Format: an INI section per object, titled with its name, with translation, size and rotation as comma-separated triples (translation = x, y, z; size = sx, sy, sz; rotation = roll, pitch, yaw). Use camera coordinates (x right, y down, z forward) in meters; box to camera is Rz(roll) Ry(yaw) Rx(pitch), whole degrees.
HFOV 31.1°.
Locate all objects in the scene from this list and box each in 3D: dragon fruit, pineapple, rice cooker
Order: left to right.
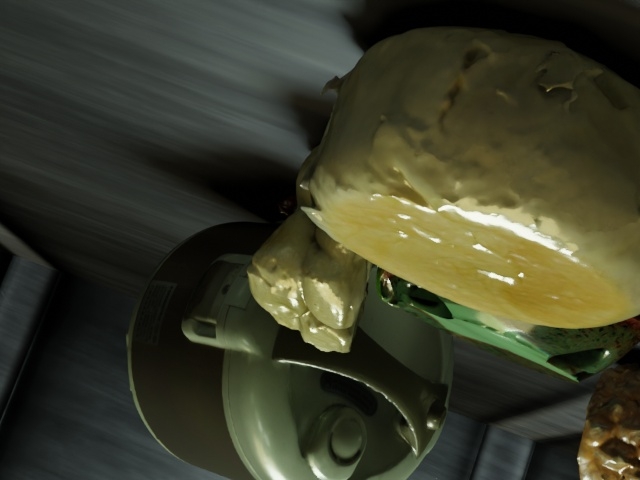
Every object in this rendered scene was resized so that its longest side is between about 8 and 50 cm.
[rice cooker]
translation = -0.028, 0.131, 1.333
size = 0.335, 0.335, 0.325
rotation = 28, 166, -37
[dragon fruit]
translation = 0.177, 0.033, 1.009
size = 0.295, 0.130, 0.268
rotation = 30, 168, -37
[pineapple]
translation = 0.513, 0.276, 1.443
size = 0.357, 0.223, 0.223
rotation = 7, 165, 20

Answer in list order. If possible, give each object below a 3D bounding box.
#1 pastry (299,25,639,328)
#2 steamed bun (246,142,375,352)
[pastry]
translation = 0.117, -0.039, 0.751
size = 0.264, 0.133, 0.265
rotation = 19, 168, 4
[steamed bun]
translation = 0.000, 0.000, 1.020
size = 0.106, 0.178, 0.192
rotation = 15, 169, 3
